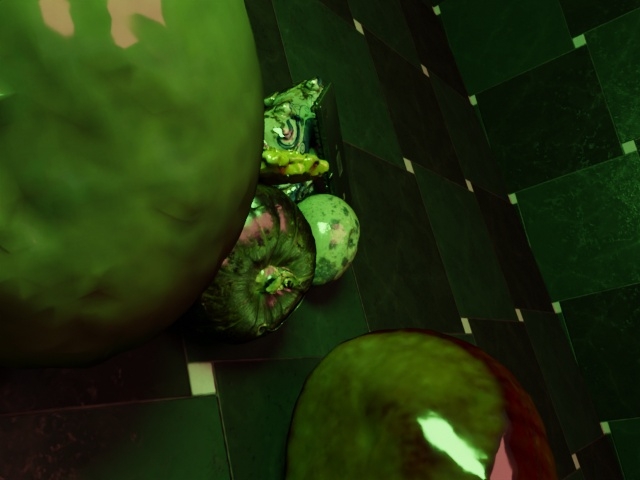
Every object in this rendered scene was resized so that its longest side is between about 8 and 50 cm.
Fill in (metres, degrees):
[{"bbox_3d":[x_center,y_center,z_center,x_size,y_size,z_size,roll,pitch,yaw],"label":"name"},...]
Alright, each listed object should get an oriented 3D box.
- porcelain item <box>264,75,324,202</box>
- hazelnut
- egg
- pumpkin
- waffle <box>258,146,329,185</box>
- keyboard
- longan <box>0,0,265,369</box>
[{"bbox_3d":[-0.046,-0.202,1.161,0.186,0.138,0.288,63,31,-22],"label":"porcelain item"},{"bbox_3d":[0.148,0.328,0.818,0.402,0.402,0.429,39,27,-35],"label":"hazelnut"},{"bbox_3d":[0.000,0.000,1.072,0.141,0.141,0.182,37,52,-37],"label":"egg"},{"bbox_3d":[-0.106,0.030,0.826,0.238,0.159,0.238,-19,115,-48],"label":"pumpkin"},{"bbox_3d":[-0.126,-0.110,0.870,0.245,0.254,0.052,4,88,-41],"label":"waffle"},{"bbox_3d":[0.026,-0.151,1.176,0.106,0.027,0.317,-68,155,-44],"label":"keyboard"},{"bbox_3d":[-0.251,-0.118,0.535,0.404,0.403,0.436,-31,125,-59],"label":"longan"}]
